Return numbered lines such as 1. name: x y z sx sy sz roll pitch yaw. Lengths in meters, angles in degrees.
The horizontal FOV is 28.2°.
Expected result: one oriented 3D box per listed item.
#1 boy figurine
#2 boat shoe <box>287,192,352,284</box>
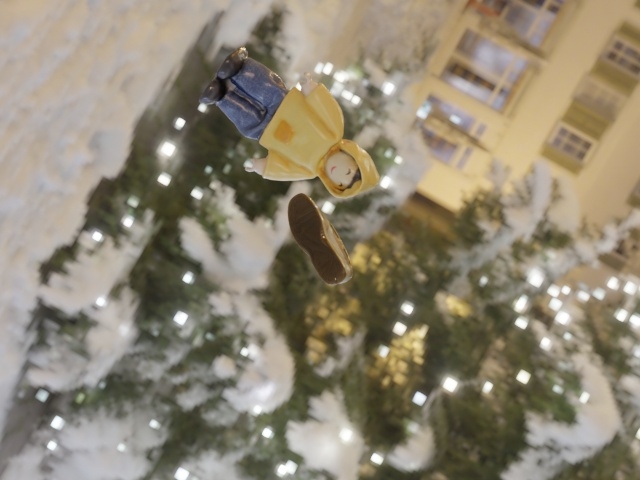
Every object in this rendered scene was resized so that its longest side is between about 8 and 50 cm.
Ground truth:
1. boy figurine: -0.041 -0.154 1.871 0.177 0.285 0.092 -50 -179 21
2. boat shoe: 0.000 0.000 1.681 0.050 0.135 0.045 -31 162 22
